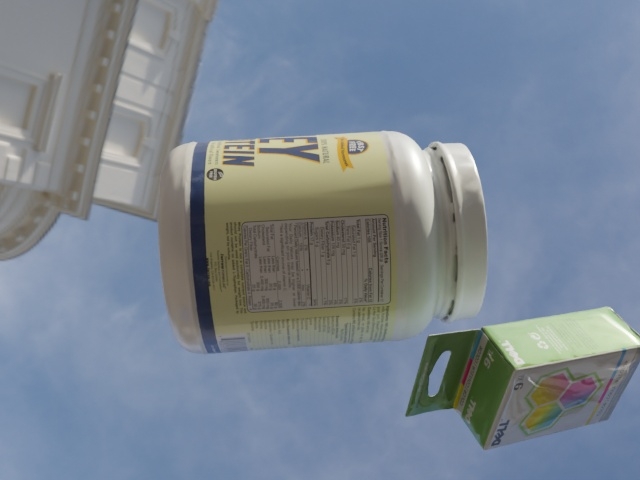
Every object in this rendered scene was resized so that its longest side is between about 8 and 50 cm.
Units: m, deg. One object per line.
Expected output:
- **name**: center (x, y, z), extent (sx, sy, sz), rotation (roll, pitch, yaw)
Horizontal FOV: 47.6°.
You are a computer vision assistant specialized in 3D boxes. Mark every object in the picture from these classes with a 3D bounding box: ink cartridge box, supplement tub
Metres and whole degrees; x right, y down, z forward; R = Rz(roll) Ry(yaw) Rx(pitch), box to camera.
- **ink cartridge box**: center (0.196, 0.135, 0.696), extent (0.062, 0.209, 0.108), rotation (-121, -147, -48)
- **supplement tub**: center (0.000, 0.000, 0.808), extent (0.325, 0.235, 0.235), rotation (-4, -97, -3)
